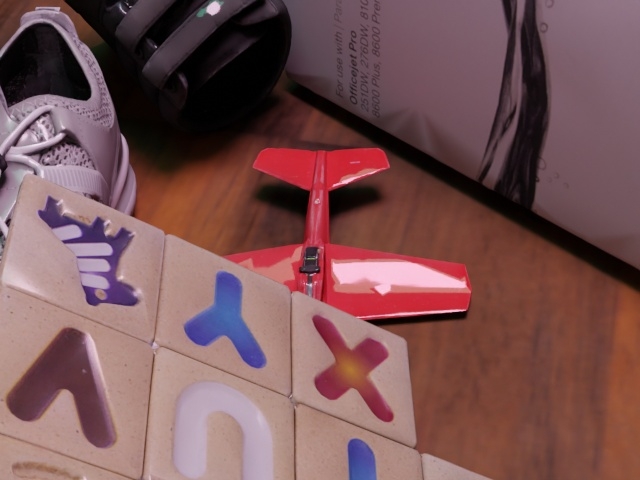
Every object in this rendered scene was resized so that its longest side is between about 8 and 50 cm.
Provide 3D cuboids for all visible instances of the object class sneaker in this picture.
[{"bbox_3d":[-0.141,-0.007,0.499,0.105,0.115,0.281,-6,32,-1],"label":"sneaker"},{"bbox_3d":[-0.101,-0.157,0.586,0.104,0.296,0.147,-44,60,0],"label":"sneaker"}]

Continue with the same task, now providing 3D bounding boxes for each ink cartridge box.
[{"bbox_3d":[0.209,-0.132,0.607,0.395,0.166,0.285,32,52,32],"label":"ink cartridge box"}]

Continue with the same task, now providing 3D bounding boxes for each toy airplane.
[{"bbox_3d":[0.000,0.000,0.577,0.151,0.028,0.151,-2,43,2],"label":"toy airplane"}]

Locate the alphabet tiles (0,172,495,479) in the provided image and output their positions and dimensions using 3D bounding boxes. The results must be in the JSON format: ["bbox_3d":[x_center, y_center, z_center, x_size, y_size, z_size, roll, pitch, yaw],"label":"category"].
[{"bbox_3d":[-0.031,0.126,0.337,0.285,0.011,0.342,26,37,-23],"label":"alphabet tiles"}]
